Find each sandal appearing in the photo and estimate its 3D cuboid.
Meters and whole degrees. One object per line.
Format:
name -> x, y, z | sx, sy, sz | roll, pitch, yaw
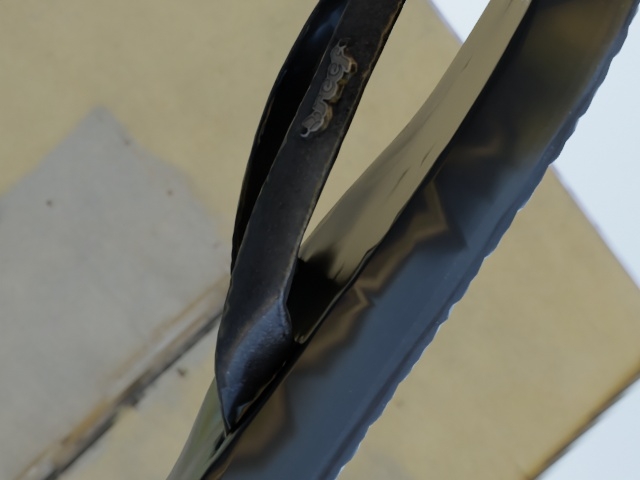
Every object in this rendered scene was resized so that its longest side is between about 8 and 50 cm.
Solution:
sandal -> 0.000, 0.001, 0.351 | 0.254, 0.054, 0.097 | -58, -176, 9
